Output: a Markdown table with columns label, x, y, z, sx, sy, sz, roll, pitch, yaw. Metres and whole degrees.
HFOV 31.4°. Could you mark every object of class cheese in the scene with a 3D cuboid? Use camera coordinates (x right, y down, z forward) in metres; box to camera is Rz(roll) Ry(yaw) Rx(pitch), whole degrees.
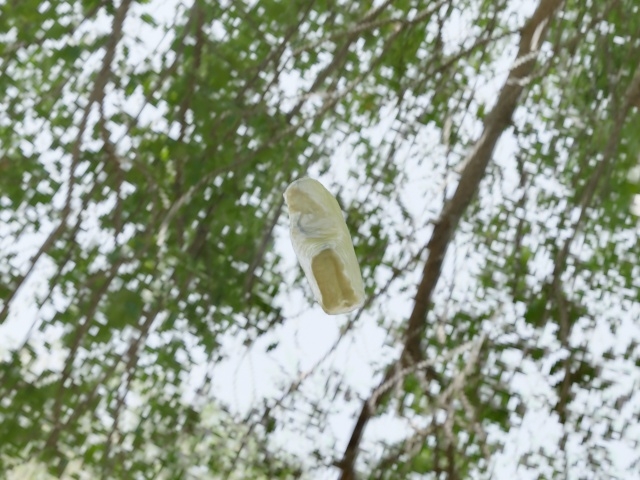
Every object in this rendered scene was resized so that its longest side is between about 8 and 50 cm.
| label | x | y | z | sx | sy | sz | roll | pitch | yaw |
| --- | --- | --- | --- | --- | --- | --- | --- | --- | --- |
| cheese | 0.000 | 0.000 | 0.579 | 0.030 | 0.083 | 0.044 | -19 | -47 | 4 |
